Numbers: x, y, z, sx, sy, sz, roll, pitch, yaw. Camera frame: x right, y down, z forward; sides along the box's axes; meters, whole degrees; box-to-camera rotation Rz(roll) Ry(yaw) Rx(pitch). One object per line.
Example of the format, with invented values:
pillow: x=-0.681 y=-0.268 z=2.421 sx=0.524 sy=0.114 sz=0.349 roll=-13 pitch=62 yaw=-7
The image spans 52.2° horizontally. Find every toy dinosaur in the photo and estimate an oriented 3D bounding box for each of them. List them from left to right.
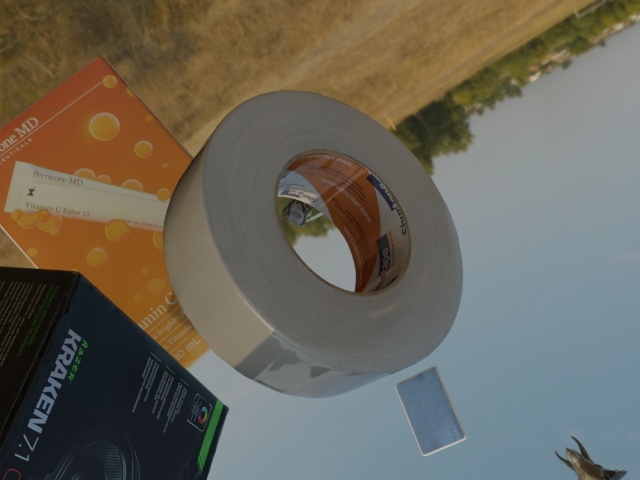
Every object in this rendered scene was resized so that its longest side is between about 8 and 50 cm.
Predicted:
toy dinosaur: x=0.457 y=0.474 z=0.997 sx=0.120 sy=0.314 sz=0.160 roll=-8 pitch=178 yaw=7

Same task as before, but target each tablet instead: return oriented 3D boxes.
tablet: x=0.119 y=0.185 z=0.711 sx=0.054 sy=0.083 sz=0.006 roll=-30 pitch=155 yaw=19

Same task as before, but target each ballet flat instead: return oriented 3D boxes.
ballet flat: x=0.008 y=-0.058 z=0.724 sx=0.114 sy=0.041 sz=0.041 roll=-46 pitch=-175 yaw=-5

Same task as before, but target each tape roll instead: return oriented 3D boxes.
tape roll: x=0.000 y=0.000 z=0.482 sx=0.219 sy=0.219 sz=0.072 roll=-33 pitch=177 yaw=-43

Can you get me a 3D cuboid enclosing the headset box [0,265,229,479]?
headset box: x=-0.204 y=0.193 z=0.493 sx=0.131 sy=0.283 sz=0.246 roll=3 pitch=-123 yaw=20

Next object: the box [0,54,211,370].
box: x=-0.228 y=-0.009 z=0.806 sx=0.215 sy=0.345 sz=0.168 roll=-42 pitch=179 yaw=-12
